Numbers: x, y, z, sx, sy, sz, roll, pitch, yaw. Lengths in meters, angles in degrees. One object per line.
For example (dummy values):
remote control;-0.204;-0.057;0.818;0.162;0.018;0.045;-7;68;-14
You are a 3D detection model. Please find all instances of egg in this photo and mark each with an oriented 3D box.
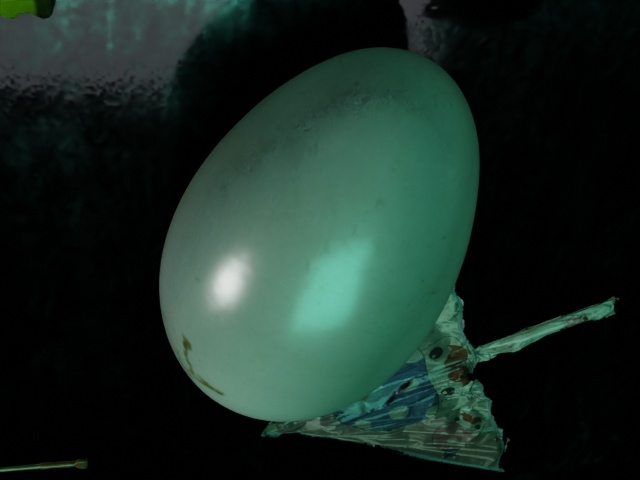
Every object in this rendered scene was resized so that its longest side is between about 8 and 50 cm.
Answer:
egg;0.000;0.000;0.475;0.182;0.183;0.264;21;115;-26

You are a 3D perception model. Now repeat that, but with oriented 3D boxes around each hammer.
hammer;-0.287;0.218;0.701;0.122;0.014;0.029;-1;137;-15

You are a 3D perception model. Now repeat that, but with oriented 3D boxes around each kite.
kite;0.113;0.127;0.713;0.368;0.014;0.406;-21;129;4

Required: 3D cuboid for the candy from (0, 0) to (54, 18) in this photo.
candy;-0.225;-0.193;0.296;0.187;0.081;0.297;-4;152;-9
